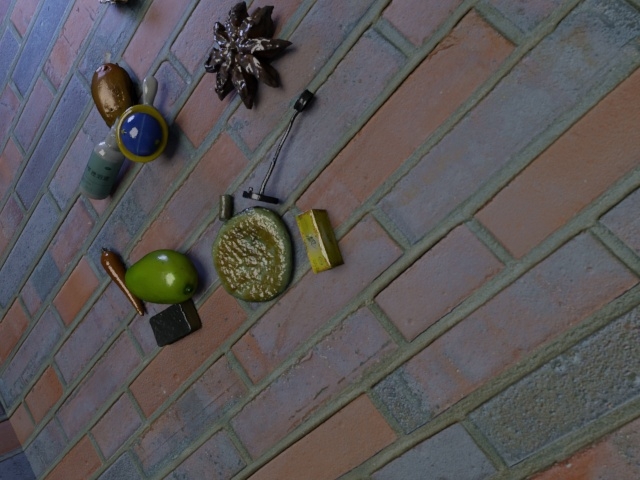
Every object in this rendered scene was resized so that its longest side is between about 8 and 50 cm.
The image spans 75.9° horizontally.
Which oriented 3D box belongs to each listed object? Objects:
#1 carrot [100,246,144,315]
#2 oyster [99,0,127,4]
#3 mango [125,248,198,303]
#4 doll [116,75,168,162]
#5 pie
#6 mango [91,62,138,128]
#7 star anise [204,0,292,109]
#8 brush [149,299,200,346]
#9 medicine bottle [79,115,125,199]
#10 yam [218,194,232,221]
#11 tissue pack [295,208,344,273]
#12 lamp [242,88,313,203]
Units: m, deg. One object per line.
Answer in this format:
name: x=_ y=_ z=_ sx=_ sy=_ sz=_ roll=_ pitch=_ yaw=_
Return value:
carrot: x=-0.779 y=0.157 z=1.619 sx=0.069 sy=0.069 sz=0.336 roll=-44 pitch=77 yaw=23
oyster: x=-0.799 y=-0.975 z=1.522 sx=0.341 sy=0.110 sz=0.166 roll=32 pitch=140 yaw=24
mango: x=-0.577 y=0.128 z=1.457 sx=0.343 sy=0.156 sz=0.192 roll=-3 pitch=89 yaw=30
doll: x=-0.598 y=-0.415 z=1.437 sx=0.159 sy=0.242 sz=0.311 roll=14 pitch=101 yaw=-8
pie: x=-0.218 y=0.054 z=1.319 sx=0.323 sy=0.070 sz=0.323 roll=3 pitch=98 yaw=25
mango: x=-0.771 y=-0.535 z=1.536 sx=0.156 sy=0.151 sz=0.249 roll=-1 pitch=100 yaw=59
star anise: x=-0.239 y=-0.573 z=1.262 sx=0.331 sy=0.117 sz=0.332 roll=5 pitch=100 yaw=30
brush: x=-0.535 y=0.303 z=1.500 sx=0.197 sy=0.059 sz=0.123 roll=-30 pitch=81 yaw=26
medicine bottle: x=-0.805 y=-0.313 z=1.552 sx=0.110 sy=0.110 sz=0.352 roll=49 pitch=119 yaw=16
yam: x=-0.318 y=-0.107 z=1.371 sx=0.043 sy=0.043 sz=0.094 roll=7 pitch=95 yaw=27
tissue pack: x=0.000 y=0.000 z=1.185 sx=0.062 sy=0.095 sz=0.176 roll=-23 pitch=82 yaw=26
lamp: x=-0.099 y=-0.262 z=1.243 sx=0.108 sy=0.130 sz=0.371 roll=33 pitch=95 yaw=-1
